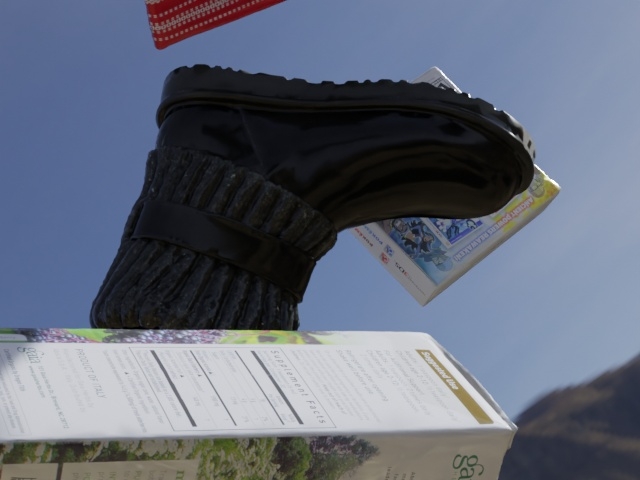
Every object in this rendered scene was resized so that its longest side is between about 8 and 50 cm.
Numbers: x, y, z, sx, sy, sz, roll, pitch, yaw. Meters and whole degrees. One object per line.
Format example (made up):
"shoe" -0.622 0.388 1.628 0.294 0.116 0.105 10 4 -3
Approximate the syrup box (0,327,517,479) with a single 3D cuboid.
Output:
"syrup box" -0.043 0.101 0.656 0.236 0.096 0.093 2 -66 -26

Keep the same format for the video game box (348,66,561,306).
"video game box" 0.108 -0.058 1.481 0.205 0.187 0.048 -35 -17 -34

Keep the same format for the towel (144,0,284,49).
"towel" -0.074 -0.307 1.321 0.198 0.031 0.275 -23 -40 -18

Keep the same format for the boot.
"boot" -0.001 0.002 1.246 0.347 0.260 0.131 6 -31 6
